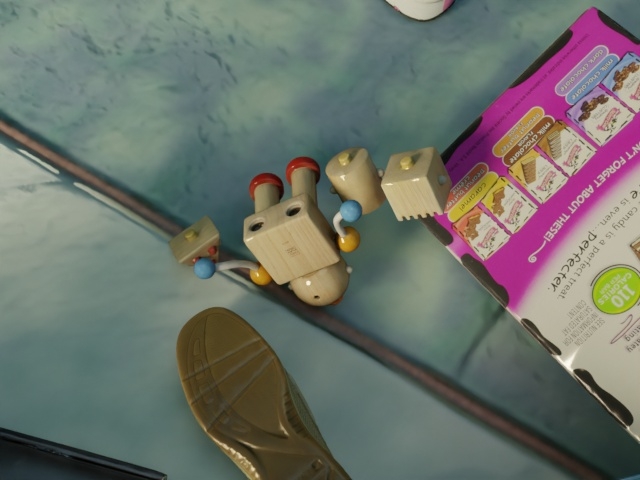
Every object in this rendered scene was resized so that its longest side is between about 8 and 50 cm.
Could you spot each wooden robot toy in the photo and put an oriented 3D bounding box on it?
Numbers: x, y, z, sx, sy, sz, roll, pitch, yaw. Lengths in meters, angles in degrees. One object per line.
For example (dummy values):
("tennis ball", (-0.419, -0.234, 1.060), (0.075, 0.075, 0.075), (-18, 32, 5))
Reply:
("wooden robot toy", (0.000, 0.000, 0.537), (0.173, 0.079, 0.076), (-21, 35, 17))

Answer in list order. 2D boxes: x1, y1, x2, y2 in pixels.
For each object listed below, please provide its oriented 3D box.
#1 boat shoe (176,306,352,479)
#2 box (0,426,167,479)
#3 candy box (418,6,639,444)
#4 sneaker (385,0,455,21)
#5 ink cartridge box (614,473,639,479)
("boat shoe", (-0.028, 0.105, 0.500), (0.056, 0.048, 0.153), (-38, 69, -10))
("box", (-0.187, 0.196, 0.420), (0.175, 0.051, 0.220), (16, 63, -2))
("candy box", (0.181, 0.005, 0.502), (0.159, 0.071, 0.233), (-45, 63, 7))
("sneaker", (0.036, -0.243, 0.651), (0.178, 0.077, 0.072), (38, 64, 10))
("ink cartridge box", (0.039, 0.242, 0.364), (0.307, 0.129, 0.223), (-6, 67, -25))
